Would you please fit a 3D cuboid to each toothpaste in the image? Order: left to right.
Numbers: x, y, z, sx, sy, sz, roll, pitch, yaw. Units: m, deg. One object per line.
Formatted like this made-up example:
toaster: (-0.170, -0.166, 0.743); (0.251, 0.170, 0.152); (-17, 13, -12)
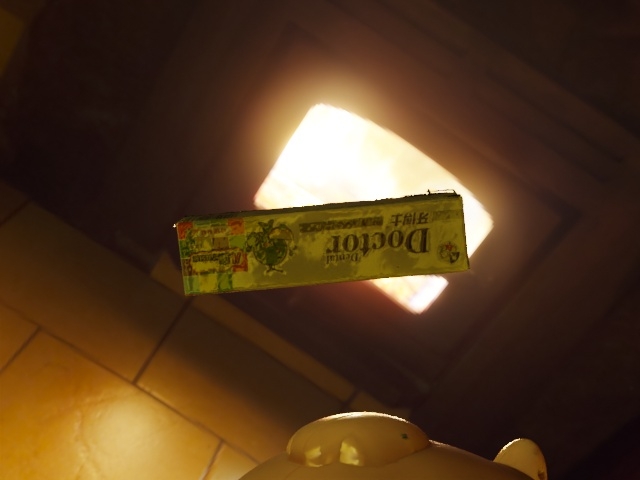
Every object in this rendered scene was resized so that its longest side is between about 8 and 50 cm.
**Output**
toothpaste: (0.000, 0.000, 0.581); (0.164, 0.046, 0.034); (-5, 7, 2)

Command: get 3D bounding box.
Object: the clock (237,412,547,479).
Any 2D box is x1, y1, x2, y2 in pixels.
clock: (0.084, 0.329, 0.880); (0.377, 0.368, 0.251); (-3, 0, -38)
